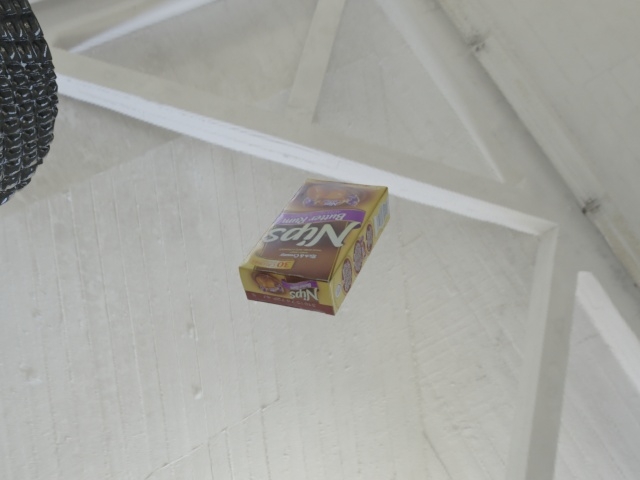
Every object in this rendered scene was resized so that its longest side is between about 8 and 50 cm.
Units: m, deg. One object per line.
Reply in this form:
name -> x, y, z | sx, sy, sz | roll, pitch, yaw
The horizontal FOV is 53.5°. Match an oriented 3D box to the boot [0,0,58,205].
boot -> -0.277, -0.192, 0.419 | 0.118, 0.338, 0.222 | -21, -123, -40

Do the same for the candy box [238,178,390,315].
candy box -> 0.000, 0.000, 0.728 | 0.109, 0.053, 0.186 | 8, -140, 23
